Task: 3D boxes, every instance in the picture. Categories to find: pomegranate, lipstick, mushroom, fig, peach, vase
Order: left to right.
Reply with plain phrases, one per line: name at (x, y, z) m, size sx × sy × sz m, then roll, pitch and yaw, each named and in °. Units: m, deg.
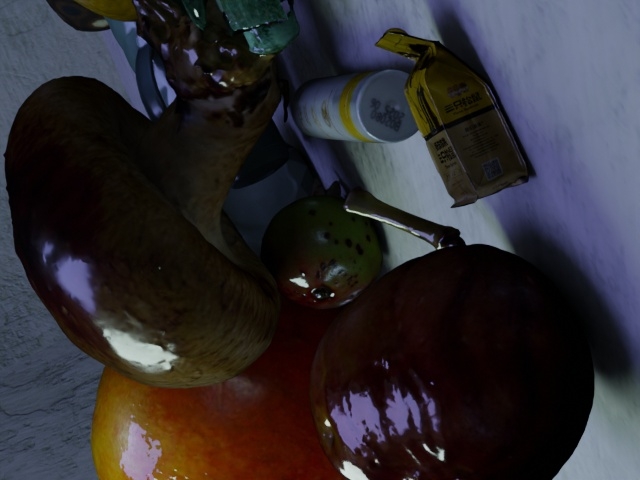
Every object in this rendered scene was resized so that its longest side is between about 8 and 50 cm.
mushroom at (-0.150, -0.054, 1.348) m, size 0.331 × 0.356 × 0.334 m, roll 29°, pitch 174°, yaw 40°
vase at (-0.094, -0.041, 1.786) m, size 0.165 × 0.165 × 0.360 m, roll 63°, pitch 174°, yaw 2°
peach at (-0.063, 0.206, 1.610) m, size 0.388 × 0.388 × 0.388 m, roll 60°, pitch 171°, yaw 17°
pomegranate at (-0.007, 0.003, 1.474) m, size 0.159 × 0.129 × 0.129 m, roll 51°, pitch 165°, yaw 55°
lipstick at (0.026, -0.112, 1.168) m, size 0.059 × 0.059 × 0.264 m, roll 65°, pitch 171°, yaw -10°
fig at (0.104, 0.070, 0.996) m, size 0.186 × 0.249 × 0.204 m, roll 34°, pitch 137°, yaw -20°

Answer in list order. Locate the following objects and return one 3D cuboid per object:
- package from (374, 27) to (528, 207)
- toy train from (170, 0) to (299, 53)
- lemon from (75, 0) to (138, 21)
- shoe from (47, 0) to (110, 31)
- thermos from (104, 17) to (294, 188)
package at (0.087, -0.087, 0.930) m, size 0.131 × 0.047 × 0.071 m, roll 64°, pitch 174°, yaw 1°
toy train at (-0.075, -0.304, 1.099) m, size 0.189 × 0.126 × 0.307 m, roll -70°, pitch -38°, yaw -56°
lemon at (-0.187, -0.318, 1.323) m, size 0.204 × 0.204 × 0.260 m, roll 57°, pitch 165°, yaw 34°
shoe at (-0.323, -0.434, 1.862) m, size 0.237 × 0.171 × 0.384 m, roll -123°, pitch 17°, yaw -55°
thermos at (-0.141, -0.193, 1.550) m, size 0.145 × 0.182 × 0.286 m, roll -35°, pitch 79°, yaw 36°
